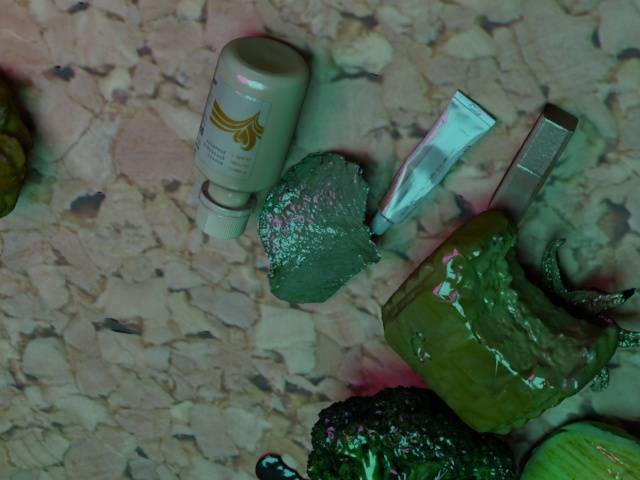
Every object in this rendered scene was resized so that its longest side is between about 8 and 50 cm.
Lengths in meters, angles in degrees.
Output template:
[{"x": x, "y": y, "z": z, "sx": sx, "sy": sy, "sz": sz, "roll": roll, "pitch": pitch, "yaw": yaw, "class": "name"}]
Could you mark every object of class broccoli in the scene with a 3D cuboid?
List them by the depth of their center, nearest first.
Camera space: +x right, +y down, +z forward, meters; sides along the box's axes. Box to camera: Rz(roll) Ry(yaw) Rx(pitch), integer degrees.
[{"x": 0.114, "y": 0.329, "z": 1.883, "sx": 0.297, "sy": 0.297, "sz": 0.297, "roll": 9, "pitch": 150, "yaw": 5, "class": "broccoli"}]

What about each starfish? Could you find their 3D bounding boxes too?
[{"x": 0.309, "y": 0.096, "z": 1.818, "sx": 0.238, "sy": 0.057, "sz": 0.213, "roll": -20, "pitch": 106, "yaw": 48, "class": "starfish"}]

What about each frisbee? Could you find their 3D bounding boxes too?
[{"x": 0.012, "y": 0.394, "z": 2.112, "sx": 0.211, "sy": 0.012, "sz": 0.187, "roll": 5, "pitch": 120, "yaw": 16, "class": "frisbee"}]

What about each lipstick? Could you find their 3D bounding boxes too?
[{"x": 0.249, "y": -0.088, "z": 1.737, "sx": 0.045, "sy": 0.045, "sz": 0.145, "roll": 30, "pitch": 122, "yaw": 3, "class": "lipstick"}]

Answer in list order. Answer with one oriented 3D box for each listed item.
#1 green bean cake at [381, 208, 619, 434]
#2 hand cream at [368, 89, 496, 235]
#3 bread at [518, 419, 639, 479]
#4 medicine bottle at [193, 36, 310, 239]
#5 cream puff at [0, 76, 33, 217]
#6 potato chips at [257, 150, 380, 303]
[{"x": 0.209, "y": 0.106, "z": 1.774, "sx": 0.236, "sy": 0.124, "sz": 0.233, "roll": 46, "pitch": 140, "yaw": 2, "class": "green bean cake"}, {"x": 0.125, "y": -0.087, "z": 1.792, "sx": 0.052, "sy": 0.038, "sz": 0.216, "roll": 25, "pitch": 121, "yaw": -25, "class": "hand cream"}, {"x": 0.370, "y": 0.379, "z": 1.878, "sx": 0.301, "sy": 0.045, "sz": 0.301, "roll": 2, "pitch": 93, "yaw": 45, "class": "bread"}, {"x": -0.095, "y": -0.118, "z": 1.801, "sx": 0.114, "sy": 0.114, "sz": 0.252, "roll": 22, "pitch": 124, "yaw": 6, "class": "medicine bottle"}, {"x": -0.492, "y": -0.122, "z": 1.913, "sx": 0.244, "sy": 0.196, "sz": 0.244, "roll": -4, "pitch": 111, "yaw": -11, "class": "cream puff"}, {"x": 0.002, "y": -0.003, "z": 1.862, "sx": 0.167, "sy": 0.059, "sz": 0.228, "roll": 6, "pitch": 120, "yaw": 20, "class": "potato chips"}]
